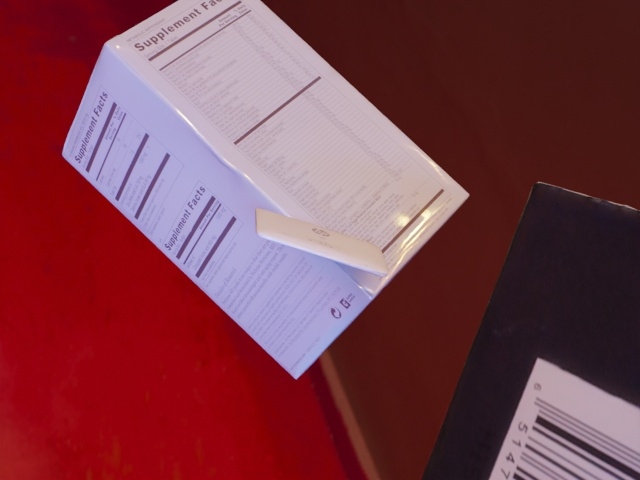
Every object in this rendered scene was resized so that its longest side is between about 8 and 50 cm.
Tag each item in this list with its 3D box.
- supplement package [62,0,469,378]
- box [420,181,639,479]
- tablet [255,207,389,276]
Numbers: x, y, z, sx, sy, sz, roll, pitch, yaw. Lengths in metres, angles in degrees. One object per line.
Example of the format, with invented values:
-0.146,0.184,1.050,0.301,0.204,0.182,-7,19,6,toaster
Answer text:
-0.043,-0.049,0.791,0.244,0.134,0.139,44,50,5,supplement package
0.255,0.178,0.551,0.395,0.293,0.212,17,4,-34,box
0.000,0.000,0.666,0.083,0.006,0.054,18,16,-10,tablet
